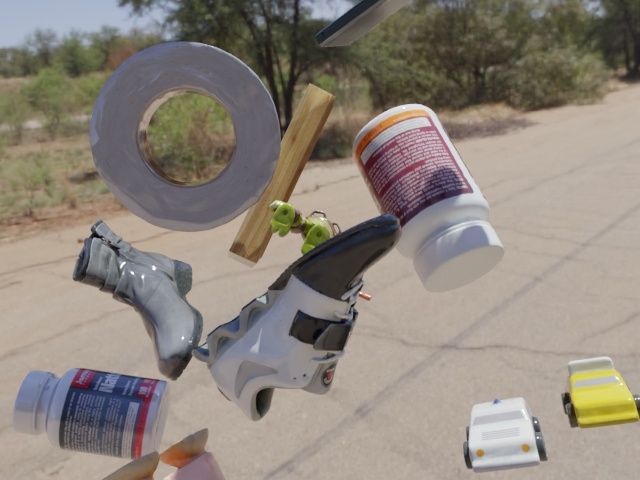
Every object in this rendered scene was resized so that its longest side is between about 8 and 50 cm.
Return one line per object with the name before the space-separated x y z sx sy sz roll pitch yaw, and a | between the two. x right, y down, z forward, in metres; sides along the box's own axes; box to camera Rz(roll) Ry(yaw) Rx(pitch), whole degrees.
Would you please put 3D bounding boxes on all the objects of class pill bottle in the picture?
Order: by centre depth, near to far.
pill bottle | -0.298 0.225 0.862 0.180 0.108 0.108 10 13 -4
pill bottle | 0.241 -0.095 1.484 0.224 0.392 0.224 -17 -28 -10

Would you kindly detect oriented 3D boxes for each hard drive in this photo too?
hard drive | 0.068 -0.335 0.976 0.135 0.022 0.094 -27 1 36

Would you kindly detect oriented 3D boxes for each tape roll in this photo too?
tape roll | -0.158 -0.123 0.787 0.219 0.219 0.072 -7 9 -5

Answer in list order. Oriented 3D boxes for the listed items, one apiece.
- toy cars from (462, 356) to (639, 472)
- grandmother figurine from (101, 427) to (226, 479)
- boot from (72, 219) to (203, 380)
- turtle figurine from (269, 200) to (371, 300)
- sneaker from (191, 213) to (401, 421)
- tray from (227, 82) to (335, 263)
toy cars | 0.324 0.230 0.921 0.394 0.087 0.176 -7 -8 -34
grandmother figurine | -0.085 0.368 0.657 0.208 0.342 0.104 -18 -19 -31
boot | -0.343 0.105 1.185 0.223 0.118 0.338 30 13 -30
turtle figurine | 0.000 0.000 1.196 0.087 0.269 0.217 -43 -12 5
sneaker | -0.003 0.102 0.800 0.330 0.146 0.122 -42 -14 26
tray | -0.093 -0.139 1.513 0.076 0.410 0.203 25 -8 -6
